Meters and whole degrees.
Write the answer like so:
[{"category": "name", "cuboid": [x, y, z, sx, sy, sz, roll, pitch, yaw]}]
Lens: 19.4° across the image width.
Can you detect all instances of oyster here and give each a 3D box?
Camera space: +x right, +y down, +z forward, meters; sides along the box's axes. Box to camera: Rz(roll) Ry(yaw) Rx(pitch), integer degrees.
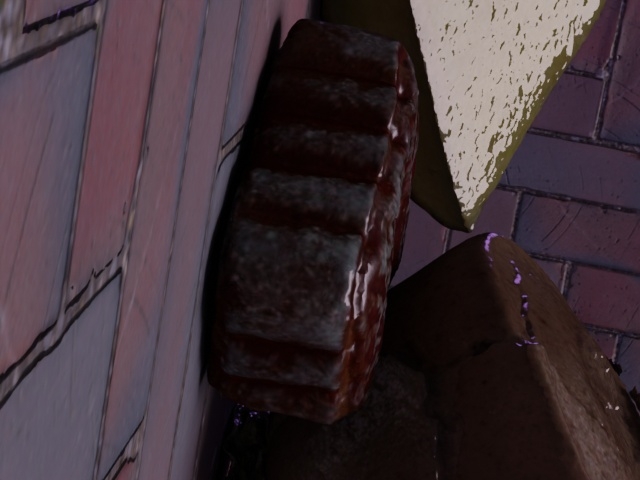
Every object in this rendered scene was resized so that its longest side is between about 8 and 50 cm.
[{"category": "oyster", "cuboid": [-0.047, 0.156, 1.299, 0.098, 0.037, 0.100, 88, 13, -70]}]

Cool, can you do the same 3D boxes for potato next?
[{"category": "potato", "cuboid": [0.132, -0.186, 1.394, 0.255, 0.112, 0.269, -37, 132, -27]}]

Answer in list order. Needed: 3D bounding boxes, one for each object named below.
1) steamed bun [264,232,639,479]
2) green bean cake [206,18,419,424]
[{"category": "steamed bun", "cuboid": [0.082, 0.142, 1.203, 0.199, 0.251, 0.301, 50, 16, -45]}, {"category": "green bean cake", "cuboid": [0.000, 0.000, 1.129, 0.199, 0.097, 0.233, 96, 5, -48]}]
